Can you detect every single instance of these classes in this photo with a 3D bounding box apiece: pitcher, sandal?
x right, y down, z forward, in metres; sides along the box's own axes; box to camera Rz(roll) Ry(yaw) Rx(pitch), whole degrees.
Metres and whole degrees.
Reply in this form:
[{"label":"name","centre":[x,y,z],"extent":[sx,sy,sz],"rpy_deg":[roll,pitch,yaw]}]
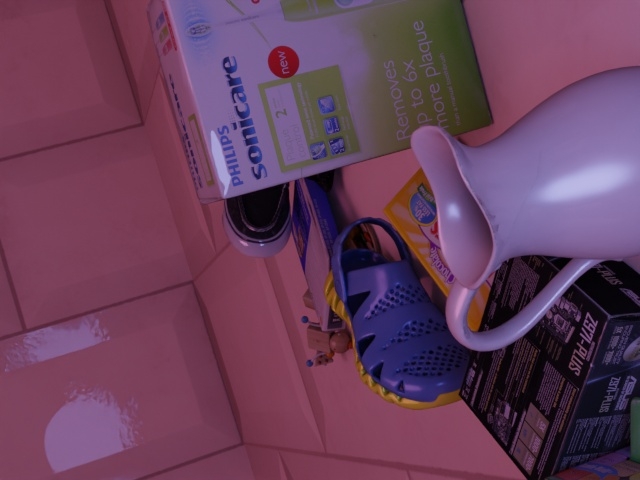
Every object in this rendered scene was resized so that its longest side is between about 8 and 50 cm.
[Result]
[{"label":"pitcher","centre":[0.174,-0.021,0.699],"extent":[0.125,0.207,0.178],"rpy_deg":[-128,26,-52]},{"label":"sandal","centre":[0.086,0.080,1.263],"extent":[0.317,0.126,0.138],"rpy_deg":[-128,31,-49]}]

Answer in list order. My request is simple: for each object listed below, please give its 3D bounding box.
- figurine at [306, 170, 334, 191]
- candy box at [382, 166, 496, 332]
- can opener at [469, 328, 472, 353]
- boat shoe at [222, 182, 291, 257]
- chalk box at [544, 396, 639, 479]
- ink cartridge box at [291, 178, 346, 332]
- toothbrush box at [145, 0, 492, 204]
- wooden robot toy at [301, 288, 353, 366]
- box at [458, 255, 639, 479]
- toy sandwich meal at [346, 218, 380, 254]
[{"label":"figurine","centre":[-0.023,-0.197,1.429],"extent":[0.209,0.092,0.215],"rpy_deg":[59,159,18]},{"label":"candy box","centre":[0.144,-0.005,1.026],"extent":[0.105,0.027,0.206],"rpy_deg":[-50,42,16]},{"label":"can opener","centre":[0.209,0.133,1.019],"extent":[0.093,0.074,0.280],"rpy_deg":[-41,63,34]},{"label":"boat shoe","centre":[-0.092,-0.106,1.599],"extent":[0.102,0.108,0.301],"rpy_deg":[97,177,-45]},{"label":"chalk box","centre":[0.266,0.227,0.773],"extent":[0.132,0.132,0.213],"rpy_deg":[180,74,-73]},{"label":"ink cartridge box","centre":[0.000,0.000,1.553],"extent":[0.208,0.045,0.206],"rpy_deg":[93,163,-56]},{"label":"toothbrush box","centre":[-0.003,-0.171,1.005],"extent":[0.122,0.283,0.206],"rpy_deg":[178,77,-74]},{"label":"wooden robot toy","centre":[0.022,0.149,1.676],"extent":[0.079,0.076,0.173],"rpy_deg":[16,129,29]},{"label":"box","centre":[0.204,0.098,0.871],"extent":[0.147,0.077,0.180],"rpy_deg":[-129,44,-53]},{"label":"toy sandwich meal","centre":[0.056,0.011,1.443],"extent":[0.085,0.029,0.085],"rpy_deg":[163,90,-74]}]
